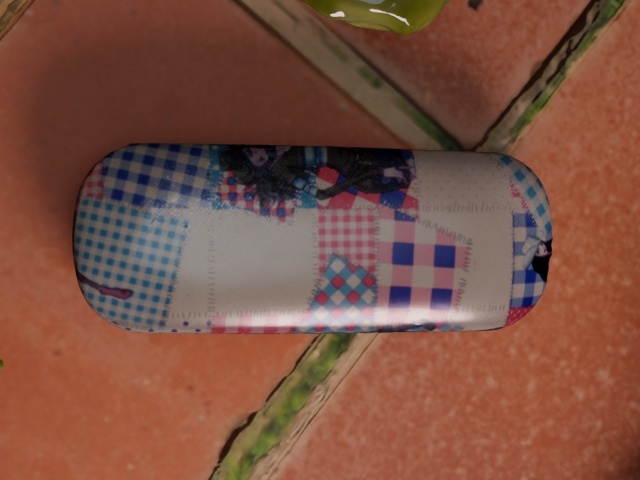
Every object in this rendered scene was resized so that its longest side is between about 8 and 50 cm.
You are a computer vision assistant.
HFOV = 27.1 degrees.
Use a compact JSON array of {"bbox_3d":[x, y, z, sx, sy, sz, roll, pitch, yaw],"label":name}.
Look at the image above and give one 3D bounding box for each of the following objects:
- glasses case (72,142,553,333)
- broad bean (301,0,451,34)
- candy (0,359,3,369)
[{"bbox_3d":[0.000,0.000,0.888,0.327,0.076,0.125,0,89,-13],"label":"glasses case"},{"bbox_3d":[0.019,-0.280,0.869,0.238,0.119,0.291,-30,95,-2],"label":"broad bean"},{"bbox_3d":[-0.330,0.104,0.809,0.246,0.069,0.149,17,83,13],"label":"candy"}]
